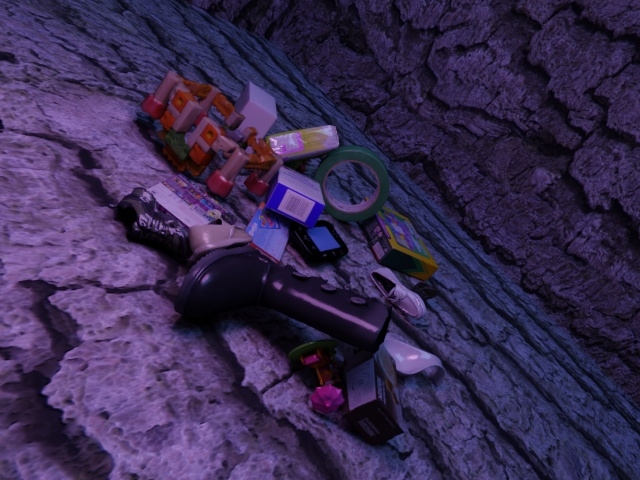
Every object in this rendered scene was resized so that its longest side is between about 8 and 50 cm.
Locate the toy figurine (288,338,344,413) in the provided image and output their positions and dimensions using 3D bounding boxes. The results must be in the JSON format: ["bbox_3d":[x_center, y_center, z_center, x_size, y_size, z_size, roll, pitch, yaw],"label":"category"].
[{"bbox_3d":[0.009,0.349,1.194,0.173,0.130,0.159,46,23,-59],"label":"toy figurine"}]

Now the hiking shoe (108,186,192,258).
[{"bbox_3d":[-0.427,-0.024,1.219,0.227,0.086,0.114,45,47,-1],"label":"hiking shoe"}]

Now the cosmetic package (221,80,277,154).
[{"bbox_3d":[-0.296,-0.498,1.986,0.138,0.225,0.224,27,29,-25],"label":"cosmetic package"}]

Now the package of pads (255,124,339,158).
[{"bbox_3d":[-0.096,-0.376,1.925,0.296,0.229,0.101,-15,93,-19],"label":"package of pads"}]

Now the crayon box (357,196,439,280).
[{"bbox_3d":[0.342,-0.007,2.210,0.313,0.106,0.363,23,30,-35],"label":"crayon box"}]

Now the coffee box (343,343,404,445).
[{"bbox_3d":[0.134,0.377,1.250,0.141,0.098,0.247,52,20,-21],"label":"coffee box"}]

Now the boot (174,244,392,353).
[{"bbox_3d":[-0.064,0.164,1.153,0.445,0.146,0.367,25,22,13],"label":"boot"}]

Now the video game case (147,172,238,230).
[{"bbox_3d":[-0.380,-0.091,1.415,0.232,0.042,0.210,39,26,-4],"label":"video game case"}]

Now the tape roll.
[{"bbox_3d":[0.131,-0.238,2.039,0.321,0.321,0.077,34,26,-13],"label":"tape roll"}]

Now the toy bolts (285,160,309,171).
[{"bbox_3d":[-0.119,-0.428,2.177,0.158,0.218,0.228,39,6,11],"label":"toy bolts"}]

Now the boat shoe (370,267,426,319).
[{"bbox_3d":[0.285,0.205,1.815,0.258,0.095,0.084,42,27,29],"label":"boat shoe"}]

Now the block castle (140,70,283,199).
[{"bbox_3d":[-0.375,-0.340,1.644,0.453,0.213,0.303,49,22,13],"label":"block castle"}]

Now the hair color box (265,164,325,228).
[{"bbox_3d":[-0.096,-0.172,1.777,0.185,0.110,0.339,26,17,-12],"label":"hair color box"}]

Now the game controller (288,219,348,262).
[{"bbox_3d":[0.000,0.000,1.747,0.166,0.067,0.319,46,22,15],"label":"game controller"}]

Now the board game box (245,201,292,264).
[{"bbox_3d":[-0.175,-0.029,1.617,0.145,0.027,0.281,37,25,-11],"label":"board game box"}]

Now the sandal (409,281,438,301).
[{"bbox_3d":[0.401,0.233,1.962,0.090,0.060,0.219,43,39,20],"label":"sandal"}]

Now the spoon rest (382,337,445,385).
[{"bbox_3d":[0.298,0.386,1.527,0.276,0.084,0.137,26,28,-29],"label":"spoon rest"}]

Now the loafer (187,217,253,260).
[{"bbox_3d":[-0.265,-0.012,1.287,0.092,0.101,0.268,64,13,2],"label":"loafer"}]
